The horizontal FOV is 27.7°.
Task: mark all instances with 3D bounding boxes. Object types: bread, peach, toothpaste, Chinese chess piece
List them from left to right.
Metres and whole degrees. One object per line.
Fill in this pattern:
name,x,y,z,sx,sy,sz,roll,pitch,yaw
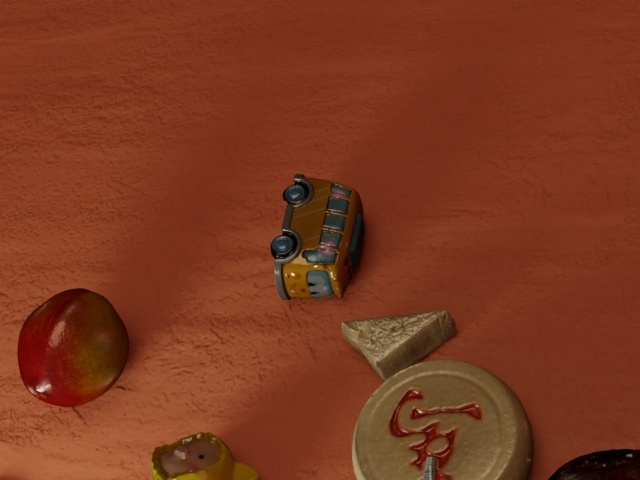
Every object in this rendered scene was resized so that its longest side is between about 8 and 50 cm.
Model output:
peach,-0.417,0.186,2.147,0.197,0.197,0.197,-10,54,14
bread,0.124,0.140,2.049,0.152,0.077,0.105,-35,54,-7
toothpaste,0.152,0.343,1.812,0.024,0.015,0.083,-5,60,28
Chinese chess piece,0.179,0.303,1.902,0.273,0.102,0.273,-9,55,14

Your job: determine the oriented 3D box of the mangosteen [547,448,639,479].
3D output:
mangosteen,0.406,0.405,1.708,0.235,0.235,0.261,-14,96,11

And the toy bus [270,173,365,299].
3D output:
toy bus,0.000,0.000,2.164,0.136,0.126,0.209,6,59,13

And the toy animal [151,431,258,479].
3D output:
toy animal,-0.211,0.401,1.959,0.156,0.156,0.230,20,56,30
